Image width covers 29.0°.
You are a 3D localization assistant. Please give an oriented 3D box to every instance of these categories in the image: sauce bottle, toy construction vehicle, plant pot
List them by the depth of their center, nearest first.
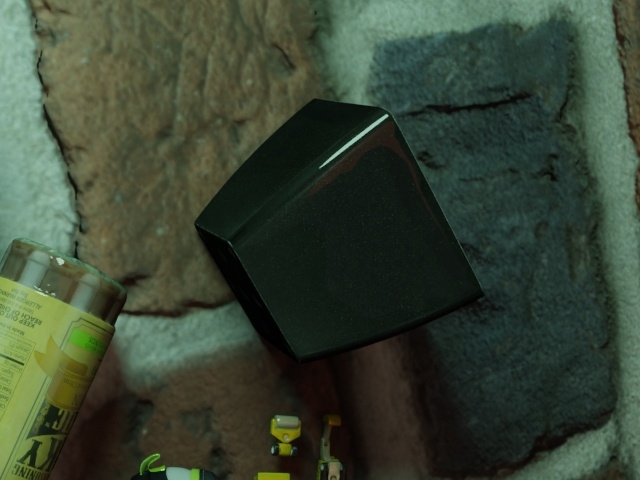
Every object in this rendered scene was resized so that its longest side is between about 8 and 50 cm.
[{"bbox_3d":[-0.266,0.172,0.970,0.111,0.111,0.344,28,80,-28],"label":"sauce bottle"},{"bbox_3d":[0.000,0.000,1.085,0.167,0.187,0.188,-32,108,-13],"label":"plant pot"},{"bbox_3d":[-0.021,0.212,1.162,0.085,0.035,0.098,3,88,-20],"label":"toy construction vehicle"}]

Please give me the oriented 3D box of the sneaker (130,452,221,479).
[{"bbox_3d":[-0.148,0.303,1.077,0.097,0.084,0.235,10,85,-6],"label":"sneaker"}]
